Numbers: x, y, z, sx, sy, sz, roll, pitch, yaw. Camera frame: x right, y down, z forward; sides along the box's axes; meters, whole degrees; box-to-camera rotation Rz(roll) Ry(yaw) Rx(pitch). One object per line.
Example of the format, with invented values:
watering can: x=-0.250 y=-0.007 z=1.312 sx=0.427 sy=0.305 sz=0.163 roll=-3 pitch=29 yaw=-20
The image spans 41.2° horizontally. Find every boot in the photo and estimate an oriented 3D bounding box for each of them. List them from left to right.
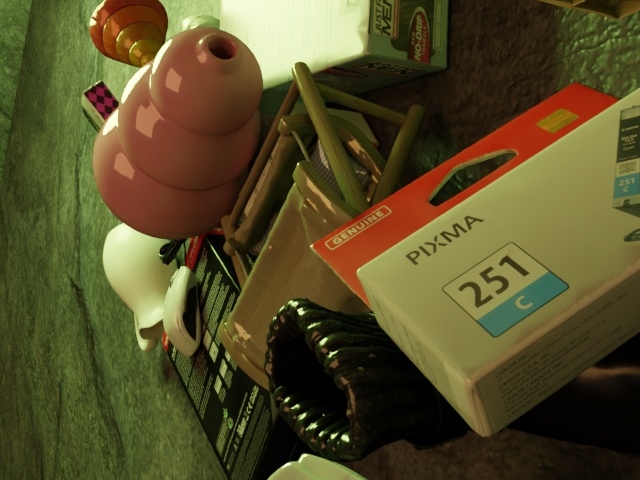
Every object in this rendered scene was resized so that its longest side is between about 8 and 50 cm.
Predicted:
boot: x=0.134 y=0.106 z=0.656 sx=0.348 sy=0.260 sz=0.131 roll=-12 pitch=76 yaw=58

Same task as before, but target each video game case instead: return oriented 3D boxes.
video game case: x=-0.285 y=-0.129 z=1.330 sx=0.232 sy=0.042 sz=0.210 roll=53 pitch=168 yaw=-8

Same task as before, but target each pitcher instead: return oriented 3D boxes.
pitcher: x=-0.321 y=0.085 z=1.536 sx=0.178 sy=0.126 sz=0.207 roll=-49 pitch=59 yaw=47

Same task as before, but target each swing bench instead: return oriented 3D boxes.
swing bench: x=0.000 y=0.000 z=0.898 sx=0.254 sy=0.165 sz=0.253 roll=-91 pitch=23 yaw=-47

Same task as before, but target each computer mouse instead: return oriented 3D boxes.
computer mouse: x=-0.209 y=0.074 z=1.248 sx=0.106 sy=0.042 sz=0.192 roll=-33 pitch=58 yaw=51

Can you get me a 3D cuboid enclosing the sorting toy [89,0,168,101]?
sorting toy: x=-0.250 y=-0.205 z=1.347 sx=0.126 sy=0.127 sz=0.365 roll=56 pitch=164 yaw=41

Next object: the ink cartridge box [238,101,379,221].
ink cartridge box: x=-0.025 y=-0.072 z=1.074 sx=0.198 sy=0.115 sz=0.067 roll=-60 pitch=39 yaw=37

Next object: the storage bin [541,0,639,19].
storage bin: x=0.209 y=-0.287 z=0.582 sx=0.260 sy=0.262 sz=0.123 roll=-38 pitch=57 yaw=50

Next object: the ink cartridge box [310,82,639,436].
ink cartridge box: x=0.159 y=-0.031 z=0.632 sx=0.261 sy=0.296 sz=0.066 roll=46 pitch=164 yaw=50

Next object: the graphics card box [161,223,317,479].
graphics card box: x=-0.108 y=0.162 z=1.204 sx=0.371 sy=0.094 sz=0.232 roll=50 pitch=127 yaw=50

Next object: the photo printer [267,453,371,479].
photo printer: x=0.116 y=0.291 z=0.637 sx=0.256 sy=0.307 sz=0.107 roll=20 pitch=73 yaw=45

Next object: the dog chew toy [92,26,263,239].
dog chew toy: x=-0.169 y=-0.139 z=1.070 sx=0.332 sy=0.207 sz=0.206 roll=128 pitch=135 yaw=-55

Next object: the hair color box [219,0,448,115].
hair color box: x=0.000 y=-0.276 z=1.060 sx=0.374 sy=0.114 sz=0.185 roll=-1 pitch=86 yaw=59

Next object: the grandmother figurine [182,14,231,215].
grandmother figurine: x=-0.161 y=-0.206 z=1.324 sx=0.208 sy=0.104 sz=0.342 roll=-39 pitch=56 yaw=49
